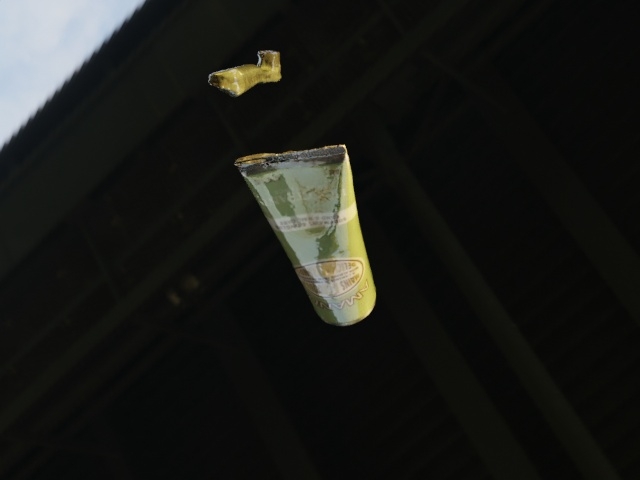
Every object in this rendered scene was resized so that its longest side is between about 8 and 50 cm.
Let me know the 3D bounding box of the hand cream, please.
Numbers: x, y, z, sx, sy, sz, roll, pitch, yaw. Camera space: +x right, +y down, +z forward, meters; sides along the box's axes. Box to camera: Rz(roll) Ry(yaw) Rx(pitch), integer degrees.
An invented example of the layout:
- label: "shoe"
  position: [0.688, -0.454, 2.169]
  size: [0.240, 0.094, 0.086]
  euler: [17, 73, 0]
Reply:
- label: "hand cream"
  position: [0.000, 0.000, 1.128]
  size: [0.086, 0.235, 0.055]
  euler: [-9, -125, 8]

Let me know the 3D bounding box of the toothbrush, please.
- label: "toothbrush"
  position: [-0.064, -0.153, 1.243]
  size: [0.030, 0.297, 0.030]
  euler: [8, -80, 4]
